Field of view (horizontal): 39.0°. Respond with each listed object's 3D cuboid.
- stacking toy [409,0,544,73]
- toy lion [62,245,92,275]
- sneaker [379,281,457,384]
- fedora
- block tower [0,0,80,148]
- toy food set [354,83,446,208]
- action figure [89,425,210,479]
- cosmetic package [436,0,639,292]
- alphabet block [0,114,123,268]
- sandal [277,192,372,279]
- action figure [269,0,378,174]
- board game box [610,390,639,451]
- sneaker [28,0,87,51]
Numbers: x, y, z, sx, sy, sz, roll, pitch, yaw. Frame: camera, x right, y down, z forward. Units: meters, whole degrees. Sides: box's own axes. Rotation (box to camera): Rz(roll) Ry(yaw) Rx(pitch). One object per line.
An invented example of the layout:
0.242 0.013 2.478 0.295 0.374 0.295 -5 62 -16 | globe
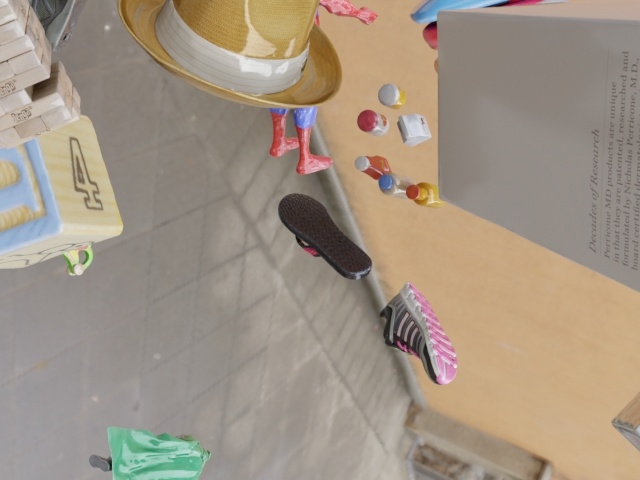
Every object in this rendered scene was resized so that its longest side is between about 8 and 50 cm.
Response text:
0.225 -0.165 1.075 0.165 0.175 0.301 -76 150 -75 | stacking toy
-0.512 0.010 1.891 0.096 0.034 0.100 -50 121 -39 | toy lion
0.128 0.137 1.228 0.075 0.170 0.063 -39 134 17 | sneaker
-0.055 -0.177 0.677 0.194 0.194 0.079 -35 158 -52 | fedora
-0.353 -0.248 0.894 0.097 0.091 0.335 -23 126 1 | block tower
0.119 -0.154 1.513 0.104 0.111 0.232 6 64 -60 | toy food set
-0.233 0.323 1.290 0.232 0.064 0.137 9 81 -60 | action figure
0.247 -0.067 0.543 0.217 0.385 0.156 -8 106 -17 | cosmetic package
-0.423 -0.072 1.276 0.197 0.193 0.193 2 72 -79 | alphabet block
0.000 0.000 1.227 0.067 0.179 0.040 -24 144 -29 | sandal
0.006 -0.227 1.004 0.139 0.091 0.280 -29 135 -31 | action figure
0.670 0.390 1.666 0.097 0.224 0.303 -46 167 1 | board game box
-0.534 -0.509 1.818 0.227 0.130 0.087 -56 -179 23 | sneaker
